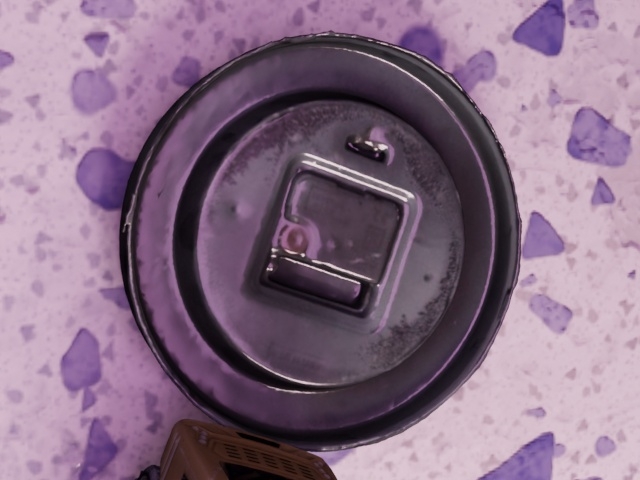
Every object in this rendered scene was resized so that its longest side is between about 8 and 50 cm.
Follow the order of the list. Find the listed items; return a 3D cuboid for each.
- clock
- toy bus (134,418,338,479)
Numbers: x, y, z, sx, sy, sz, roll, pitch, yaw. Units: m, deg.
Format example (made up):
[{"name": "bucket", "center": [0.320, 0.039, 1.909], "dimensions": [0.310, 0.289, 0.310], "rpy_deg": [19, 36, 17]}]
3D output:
[{"name": "clock", "center": [0.000, 0.001, 0.976], "dimensions": [0.313, 0.061, 0.312], "rpy_deg": [-2, 96, -20]}, {"name": "toy bus", "center": [-0.084, 0.286, 0.908], "dimensions": [0.139, 0.157, 0.289], "rpy_deg": [21, 97, -20]}]
